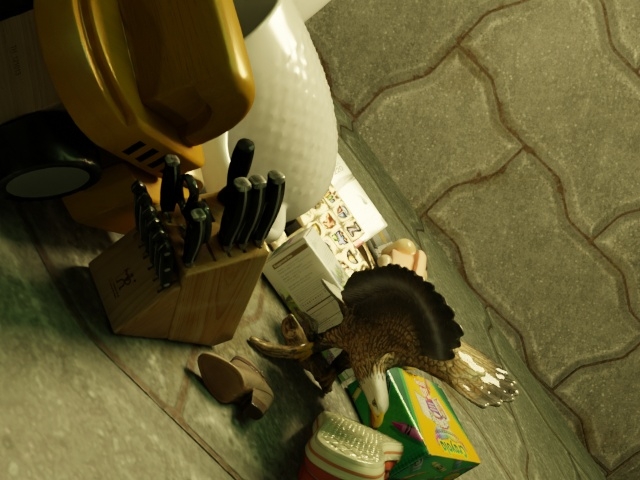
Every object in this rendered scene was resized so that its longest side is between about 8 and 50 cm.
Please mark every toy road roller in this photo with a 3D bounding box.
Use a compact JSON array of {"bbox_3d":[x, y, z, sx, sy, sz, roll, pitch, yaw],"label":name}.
[{"bbox_3d":[-0.169,-0.144,0.743,0.329,0.240,0.203,31,43,-74],"label":"toy road roller"}]

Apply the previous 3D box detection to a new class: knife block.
[{"bbox_3d":[-0.104,0.007,0.785,0.088,0.242,0.275,63,16,23],"label":"knife block"}]

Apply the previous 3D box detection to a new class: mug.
[{"bbox_3d":[-0.114,-0.156,1.079,0.374,0.276,0.328,-95,162,-46],"label":"mug"}]

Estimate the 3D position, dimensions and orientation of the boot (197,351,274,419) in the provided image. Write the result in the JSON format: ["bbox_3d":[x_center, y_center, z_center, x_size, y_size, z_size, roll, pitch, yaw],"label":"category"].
[{"bbox_3d":[-0.100,0.159,0.883,0.118,0.042,0.087,52,8,-17],"label":"boot"}]

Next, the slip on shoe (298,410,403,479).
[{"bbox_3d":[0.032,0.282,0.929,0.123,0.101,0.331,21,-3,10],"label":"slip on shoe"}]

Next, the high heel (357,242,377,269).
[{"bbox_3d":[0.061,0.041,1.528,0.261,0.093,0.186,51,12,-28],"label":"high heel"}]

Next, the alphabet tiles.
[{"bbox_3d":[0.000,0.000,1.366,0.198,0.009,0.237,-36,92,-38],"label":"alphabet tiles"}]

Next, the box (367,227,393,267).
[{"bbox_3d":[0.148,0.050,1.727,0.231,0.056,0.183,-110,179,-57],"label":"box"}]

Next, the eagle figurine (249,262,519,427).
[{"bbox_3d":[0.097,0.144,1.030,0.226,0.298,0.225,-20,91,-61],"label":"eagle figurine"}]

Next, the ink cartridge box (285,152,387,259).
[{"bbox_3d":[0.003,-0.069,1.463,0.158,0.092,0.218,-34,88,-38],"label":"ink cartridge box"}]

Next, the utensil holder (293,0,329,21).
[{"bbox_3d":[-0.151,-0.602,1.689,0.328,0.385,0.328,51,16,-20],"label":"utensil holder"}]

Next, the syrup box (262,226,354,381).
[{"bbox_3d":[0.010,0.102,1.235,0.237,0.096,0.093,54,13,-6],"label":"syrup box"}]

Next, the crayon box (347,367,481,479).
[{"bbox_3d":[0.166,0.320,1.282,0.278,0.081,0.165,33,27,-57],"label":"crayon box"}]

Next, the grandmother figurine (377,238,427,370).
[{"bbox_3d":[0.158,0.119,1.414,0.208,0.104,0.342,54,20,-22],"label":"grandmother figurine"}]
